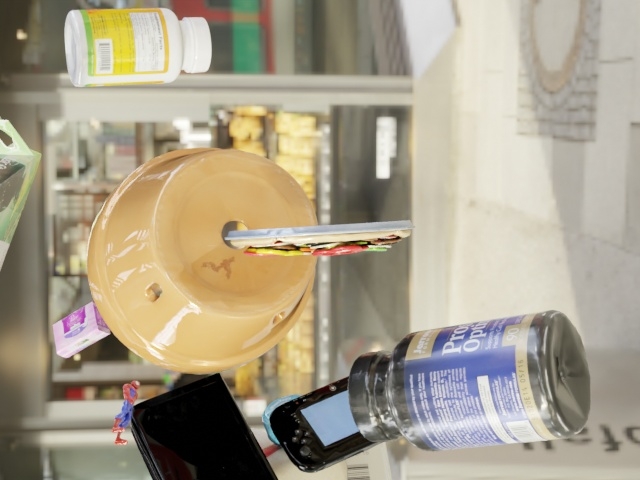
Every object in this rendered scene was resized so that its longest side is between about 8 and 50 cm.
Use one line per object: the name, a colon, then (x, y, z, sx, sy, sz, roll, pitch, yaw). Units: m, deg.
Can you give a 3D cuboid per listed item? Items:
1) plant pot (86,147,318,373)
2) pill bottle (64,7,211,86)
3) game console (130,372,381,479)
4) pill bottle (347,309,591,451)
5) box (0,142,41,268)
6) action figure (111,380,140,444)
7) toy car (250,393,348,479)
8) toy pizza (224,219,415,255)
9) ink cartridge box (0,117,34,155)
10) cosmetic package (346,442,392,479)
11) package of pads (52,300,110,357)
plant pot: (-0.125, 0.010, 1.382, 0.203, 0.291, 0.290, 150, 121, -68)
pill bottle: (-0.329, -0.351, 2.055, 0.136, 0.246, 0.136, 174, 90, -69)
game console: (-0.040, 0.237, 1.421, 0.213, 0.361, 0.044, 57, 152, 28)
pill bottle: (0.143, 0.143, 1.117, 0.123, 0.219, 0.122, 27, -123, -52)
box: (-0.531, -0.004, 1.724, 0.322, 0.058, 0.232, -79, 13, -71)
action figure: (-0.271, 0.238, 1.603, 0.115, 0.030, 0.038, -90, -10, -56)
toy car: (-0.103, 0.334, 1.566, 0.238, 0.210, 0.219, 6, 122, 50)
toy pizza: (0.000, 0.000, 1.195, 0.201, 0.201, 0.032, -178, 85, -84)
ink cartridge box: (-0.495, -0.166, 1.515, 0.109, 0.209, 0.062, 79, -165, -67)
cosmetic package: (0.041, 0.448, 1.764, 0.309, 0.113, 0.160, 95, 170, -53)
package of pads: (-0.336, 0.124, 1.590, 0.032, 0.083, 0.050, 29, -143, -53)
